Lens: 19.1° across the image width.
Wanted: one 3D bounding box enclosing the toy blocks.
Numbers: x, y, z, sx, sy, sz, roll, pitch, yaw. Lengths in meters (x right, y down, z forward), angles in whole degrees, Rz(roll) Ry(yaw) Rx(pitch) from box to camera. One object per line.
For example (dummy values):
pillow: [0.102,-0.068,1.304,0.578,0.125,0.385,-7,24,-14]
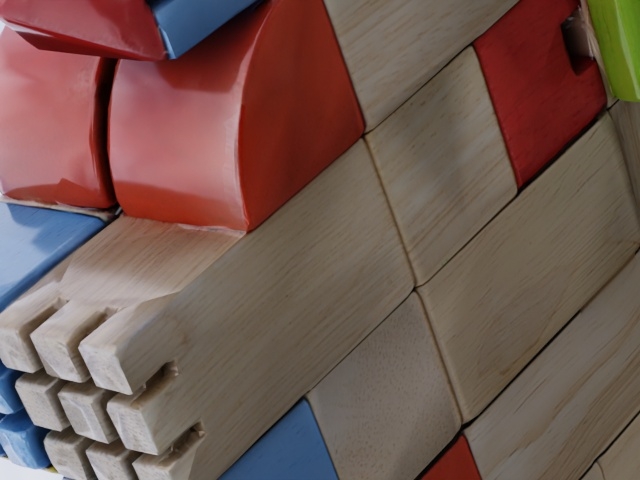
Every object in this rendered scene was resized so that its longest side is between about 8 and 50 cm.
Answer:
toy blocks: [0.000,0.000,0.542,0.190,0.261,0.381,9,129,43]
